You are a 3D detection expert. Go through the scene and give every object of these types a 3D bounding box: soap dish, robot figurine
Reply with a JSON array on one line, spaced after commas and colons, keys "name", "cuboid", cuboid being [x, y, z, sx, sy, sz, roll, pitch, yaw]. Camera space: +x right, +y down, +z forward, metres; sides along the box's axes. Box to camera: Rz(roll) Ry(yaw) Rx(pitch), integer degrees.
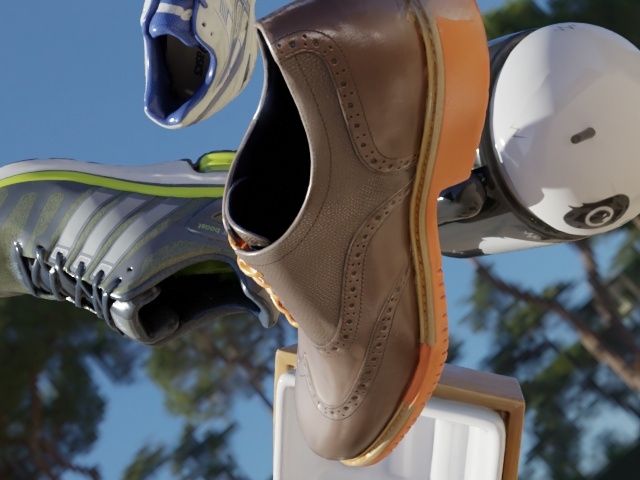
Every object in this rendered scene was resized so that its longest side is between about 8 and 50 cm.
[{"name": "soap dish", "cuboid": [0.091, 0.237, 2.036, 0.118, 0.291, 0.229, -55, -29, -56]}, {"name": "robot figurine", "cuboid": [0.155, -0.073, 1.417, 0.278, 0.173, 0.209, -12, 54, 54]}]

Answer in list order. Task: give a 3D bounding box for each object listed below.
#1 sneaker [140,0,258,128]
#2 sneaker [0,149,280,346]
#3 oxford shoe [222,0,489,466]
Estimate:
[{"name": "sneaker", "cuboid": [-0.107, -0.240, 1.642, 0.131, 0.112, 0.296, -52, -30, -56]}, {"name": "sneaker", "cuboid": [-0.151, 0.013, 1.259, 0.300, 0.121, 0.111, -7, -42, 16]}, {"name": "oxford shoe", "cuboid": [0.000, 0.000, 1.046, 0.132, 0.130, 0.364, -12, -49, -21]}]
